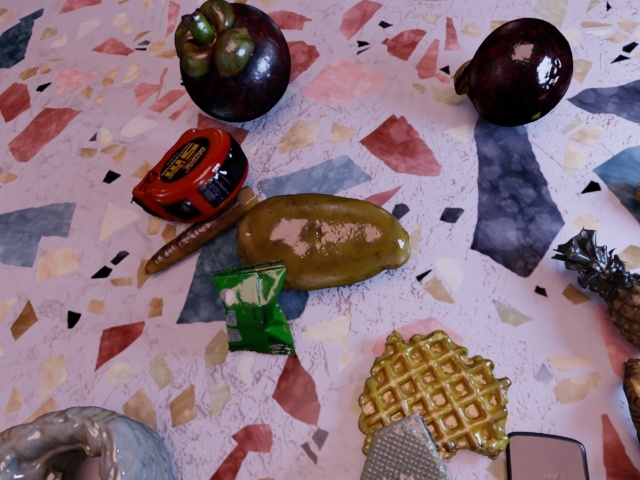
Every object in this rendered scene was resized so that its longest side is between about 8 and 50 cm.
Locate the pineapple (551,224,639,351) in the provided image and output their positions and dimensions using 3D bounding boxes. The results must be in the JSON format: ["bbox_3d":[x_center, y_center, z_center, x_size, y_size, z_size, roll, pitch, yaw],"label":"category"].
[{"bbox_3d":[0.542,0.083,0.792,0.128,0.128,0.248,-32,58,-6],"label":"pineapple"}]

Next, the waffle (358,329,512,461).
[{"bbox_3d":[0.202,0.298,0.787,0.291,0.051,0.291,-5,62,10],"label":"waffle"}]

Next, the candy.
[{"bbox_3d":[-0.126,0.141,0.863,0.141,0.203,0.078,-11,18,-9],"label":"candy"}]

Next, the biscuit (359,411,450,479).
[{"bbox_3d":[0.149,0.424,0.701,0.150,0.052,0.252,-26,71,9],"label":"biscuit"}]

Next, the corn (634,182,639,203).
[{"bbox_3d":[0.740,-0.037,0.824,0.106,0.106,0.293,-42,64,-11],"label":"corn"}]

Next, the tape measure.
[{"bbox_3d":[-0.294,-0.148,1.036,0.260,0.114,0.253,16,65,42],"label":"tape measure"}]

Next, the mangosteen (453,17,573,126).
[{"bbox_3d":[0.427,-0.378,1.001,0.228,0.228,0.265,-42,33,-11],"label":"mangosteen"}]

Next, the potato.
[{"bbox_3d":[0.000,0.000,0.919,0.369,0.176,0.195,-1,38,6],"label":"potato"}]

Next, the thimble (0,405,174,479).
[{"bbox_3d":[-0.422,0.436,0.758,0.291,0.195,0.291,-6,58,9],"label":"thimble"}]

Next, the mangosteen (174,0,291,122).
[{"bbox_3d":[-0.221,-0.463,1.115,0.300,0.300,0.300,-4,63,9],"label":"mangosteen"}]

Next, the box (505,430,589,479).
[{"bbox_3d":[0.375,0.386,0.727,0.126,0.027,0.125,2,62,13],"label":"box"}]

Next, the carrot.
[{"bbox_3d":[-0.283,-0.020,1.030,0.314,0.066,0.066,-36,63,-8],"label":"carrot"}]

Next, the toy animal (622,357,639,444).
[{"bbox_3d":[0.546,0.319,0.696,0.114,0.116,0.255,0,76,-16],"label":"toy animal"}]
